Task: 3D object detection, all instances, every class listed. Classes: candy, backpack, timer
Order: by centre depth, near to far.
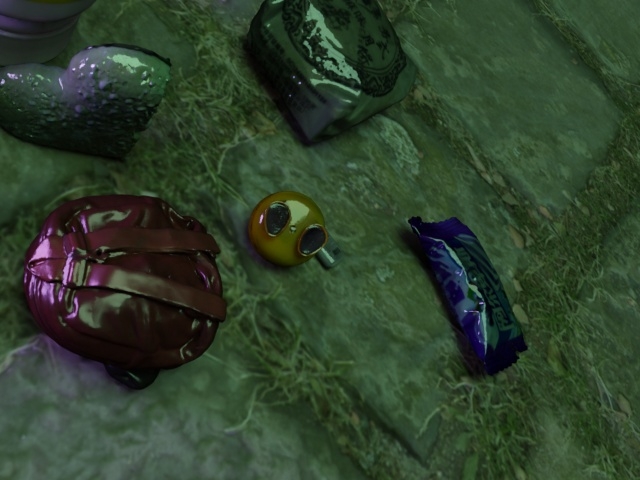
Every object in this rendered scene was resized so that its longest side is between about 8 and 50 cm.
[{"bbox_3d":[-0.217,0.044,0.793,0.229,0.139,0.229,18,57,-31],"label":"backpack"},{"bbox_3d":[-0.048,-0.018,0.989,0.107,0.109,0.107,0,91,-17],"label":"timer"},{"bbox_3d":[0.240,0.075,1.141,0.145,0.070,0.275,-13,72,-47],"label":"candy"}]

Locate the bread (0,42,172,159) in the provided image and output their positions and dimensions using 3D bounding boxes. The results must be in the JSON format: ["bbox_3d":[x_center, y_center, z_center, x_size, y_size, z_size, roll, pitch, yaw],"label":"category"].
[{"bbox_3d":[-0.282,-0.158,0.868,0.232,0.172,0.064,-8,64,10],"label":"bread"}]

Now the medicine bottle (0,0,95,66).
[{"bbox_3d":[-0.319,-0.378,0.787,0.213,0.378,0.214,16,59,-28],"label":"medicine bottle"}]

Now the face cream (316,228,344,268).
[{"bbox_3d":[0.000,0.000,1.043,0.040,0.021,0.083,-36,89,-41],"label":"face cream"}]

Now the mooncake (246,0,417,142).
[{"bbox_3d":[0.021,-0.306,1.144,0.254,0.136,0.250,52,46,-1],"label":"mooncake"}]
